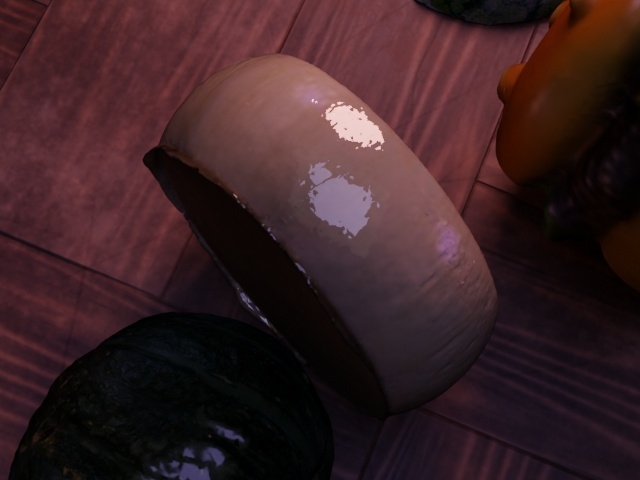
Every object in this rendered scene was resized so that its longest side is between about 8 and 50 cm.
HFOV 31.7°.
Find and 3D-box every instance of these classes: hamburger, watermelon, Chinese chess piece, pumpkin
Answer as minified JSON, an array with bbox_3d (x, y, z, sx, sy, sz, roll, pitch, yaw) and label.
[{"bbox_3d":[0.346,-0.145,1.052,0.277,0.395,0.396,44,73,12],"label":"hamburger"},{"bbox_3d":[0.199,-0.317,1.249,0.187,0.071,0.139,0,67,-4],"label":"watermelon"},{"bbox_3d":[0.000,0.000,0.980,0.140,0.338,0.338,-42,79,-12],"label":"Chinese chess piece"},{"bbox_3d":[-0.132,0.190,0.981,0.263,0.197,0.293,33,70,10],"label":"pumpkin"}]
